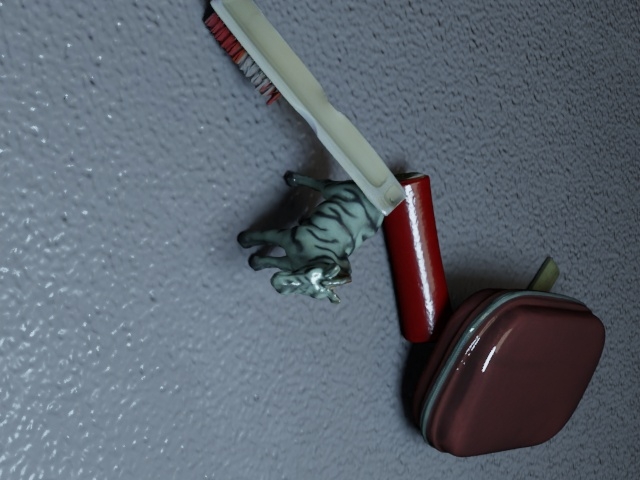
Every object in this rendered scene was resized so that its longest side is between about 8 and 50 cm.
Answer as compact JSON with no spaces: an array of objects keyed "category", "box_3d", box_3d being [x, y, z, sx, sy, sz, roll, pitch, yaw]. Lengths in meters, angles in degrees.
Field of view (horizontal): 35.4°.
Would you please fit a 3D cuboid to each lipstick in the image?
[{"category":"lipstick","box_3d":[0.135,0.025,1.421,0.080,0.080,0.241,-22,106,-46]}]

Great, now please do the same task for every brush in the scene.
[{"category":"brush","box_3d":[0.355,0.119,1.693,0.248,0.036,0.043,-48,127,-37]},{"category":"brush","box_3d":[-0.020,-0.157,1.186,0.321,0.050,0.060,50,42,-2]}]

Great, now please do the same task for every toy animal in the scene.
[{"category":"toy animal","box_3d":[-0.017,0.004,1.192,0.255,0.170,0.089,-66,141,-49]}]

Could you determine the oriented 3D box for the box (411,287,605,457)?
[{"category":"box","box_3d":[0.286,0.196,1.497,0.404,0.108,0.263,11,107,-53]}]
